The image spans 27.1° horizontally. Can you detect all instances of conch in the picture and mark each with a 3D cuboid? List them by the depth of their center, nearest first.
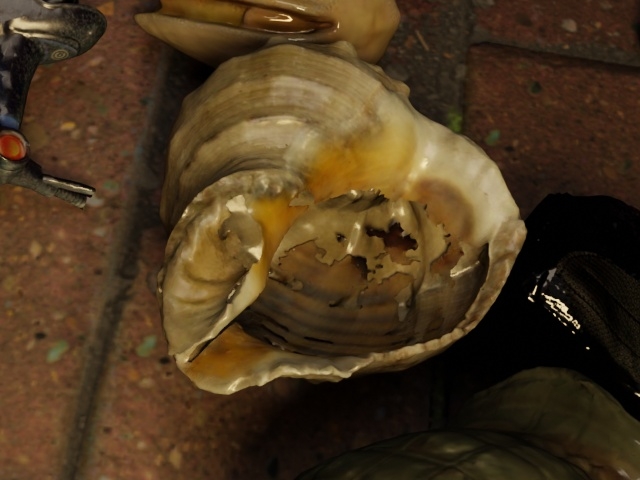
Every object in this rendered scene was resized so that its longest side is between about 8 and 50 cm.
[{"bbox_3d":[0.000,0.005,0.922,0.263,0.186,0.324,17,53,11],"label":"conch"}]

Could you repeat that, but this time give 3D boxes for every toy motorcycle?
[{"bbox_3d":[-0.333,-0.111,1.008,0.359,0.125,0.212,-11,64,-14],"label":"toy motorcycle"}]

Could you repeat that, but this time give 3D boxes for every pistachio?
[{"bbox_3d":[-0.044,-0.193,1.108,0.223,0.126,0.152,7,19,2],"label":"pistachio"}]

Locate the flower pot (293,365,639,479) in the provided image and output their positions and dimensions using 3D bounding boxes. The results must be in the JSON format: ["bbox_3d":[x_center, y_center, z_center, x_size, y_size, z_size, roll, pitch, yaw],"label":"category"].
[{"bbox_3d":[0.088,0.234,0.724,0.213,0.302,0.302,-20,59,-33],"label":"flower pot"}]

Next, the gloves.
[{"bbox_3d":[0.262,0.069,0.939,0.301,0.152,0.197,17,40,9],"label":"gloves"}]
